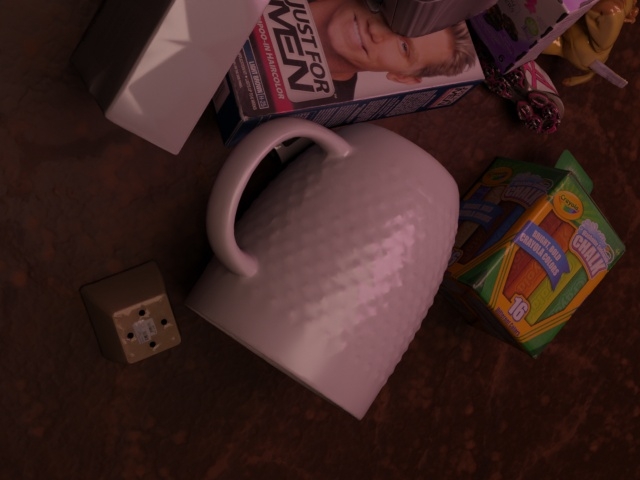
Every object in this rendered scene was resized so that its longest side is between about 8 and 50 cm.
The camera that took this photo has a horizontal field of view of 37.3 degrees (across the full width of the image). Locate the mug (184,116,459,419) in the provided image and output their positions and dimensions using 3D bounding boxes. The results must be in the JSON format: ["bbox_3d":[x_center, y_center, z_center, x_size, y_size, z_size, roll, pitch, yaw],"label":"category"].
[{"bbox_3d":[0.000,0.000,1.215,0.328,0.276,0.374,-56,134,-9],"label":"mug"}]

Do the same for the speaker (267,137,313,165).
[{"bbox_3d":[-0.017,-0.163,1.307,0.136,0.055,0.055,-36,114,-13],"label":"speaker"}]

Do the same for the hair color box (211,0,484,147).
[{"bbox_3d":[0.024,-0.245,1.244,0.347,0.105,0.173,-13,80,-23],"label":"hair color box"}]

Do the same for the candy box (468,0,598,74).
[{"bbox_3d":[0.272,-0.345,1.292,0.070,0.196,0.164,-29,85,-19],"label":"candy box"}]

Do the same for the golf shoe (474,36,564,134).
[{"bbox_3d":[0.301,-0.248,1.442,0.186,0.067,0.086,48,39,-16],"label":"golf shoe"}]

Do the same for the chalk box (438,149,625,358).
[{"bbox_3d":[0.318,-0.003,1.432,0.289,0.179,0.180,-49,117,-7],"label":"chalk box"}]

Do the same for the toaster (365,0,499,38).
[{"bbox_3d":[0.163,-0.345,1.171,0.227,0.146,0.129,-26,82,-13],"label":"toaster"}]

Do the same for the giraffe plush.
[{"bbox_3d":[0.407,-0.352,1.418,0.210,0.181,0.170,42,61,-16],"label":"giraffe plush"}]

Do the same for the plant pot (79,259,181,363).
[{"bbox_3d":[-0.238,0.102,1.240,0.109,0.096,0.108,-22,110,-20],"label":"plant pot"}]

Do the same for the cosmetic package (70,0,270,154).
[{"bbox_3d":[-0.132,-0.311,1.055,0.097,0.284,0.377,27,100,-32],"label":"cosmetic package"}]
